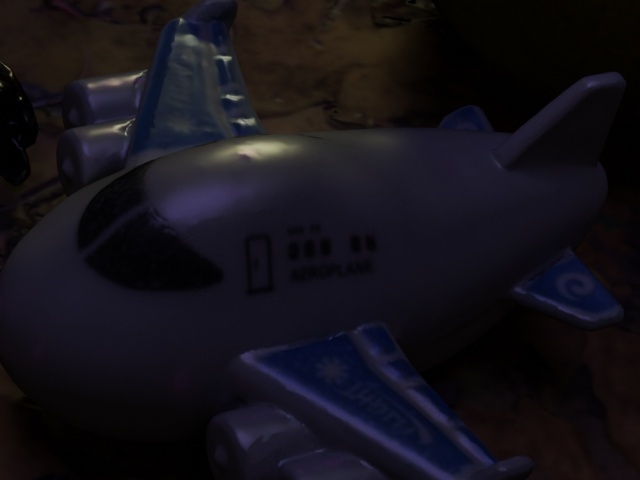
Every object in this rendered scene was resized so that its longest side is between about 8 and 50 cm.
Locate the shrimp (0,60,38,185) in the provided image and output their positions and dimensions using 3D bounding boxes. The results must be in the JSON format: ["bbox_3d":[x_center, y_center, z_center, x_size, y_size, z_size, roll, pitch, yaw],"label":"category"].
[{"bbox_3d":[-0.203,-0.044,0.840,0.289,0.075,0.178,25,43,33],"label":"shrimp"}]

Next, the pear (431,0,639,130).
[{"bbox_3d":[0.174,-0.201,0.901,0.304,0.304,0.304,5,45,-5],"label":"pear"}]

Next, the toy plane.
[{"bbox_3d":[-0.001,0.004,0.780,0.267,0.122,0.266,5,47,-6],"label":"toy plane"}]
